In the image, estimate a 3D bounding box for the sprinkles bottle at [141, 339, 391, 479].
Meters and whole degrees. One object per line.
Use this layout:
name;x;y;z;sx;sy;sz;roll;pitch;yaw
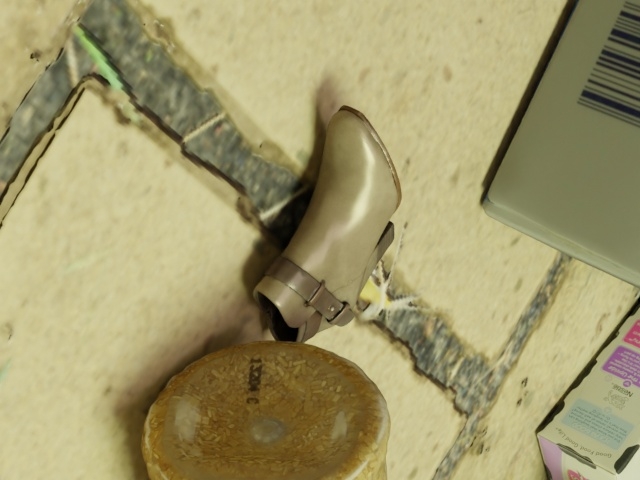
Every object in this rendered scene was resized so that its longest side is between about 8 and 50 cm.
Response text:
sprinkles bottle;-0.014;0.220;0.899;0.121;0.121;0.355;-37;139;-34

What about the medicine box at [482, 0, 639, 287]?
medicine box;0.271;-0.082;1.063;0.289;0.149;0.263;20;95;-58

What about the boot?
boot;0.000;0.000;0.842;0.087;0.042;0.118;-44;142;-23

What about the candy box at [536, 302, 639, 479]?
candy box;0.252;0.133;1.258;0.196;0.070;0.165;-48;144;-24
